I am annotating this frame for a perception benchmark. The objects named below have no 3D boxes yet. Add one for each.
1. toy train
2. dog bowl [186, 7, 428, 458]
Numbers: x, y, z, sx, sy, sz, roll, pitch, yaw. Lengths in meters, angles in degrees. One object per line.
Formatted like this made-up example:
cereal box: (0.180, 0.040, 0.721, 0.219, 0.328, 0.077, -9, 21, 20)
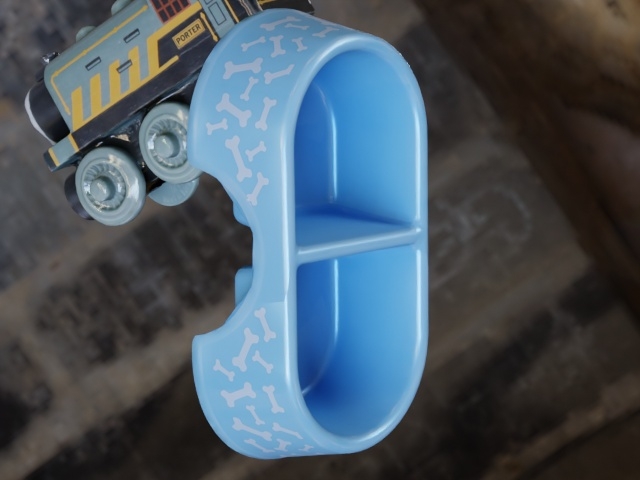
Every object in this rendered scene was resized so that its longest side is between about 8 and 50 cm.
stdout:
toy train: (-0.137, -0.149, 1.682, 0.334, 0.190, 0.142, -30, 176, 33)
dog bowl: (0.000, 0.000, 1.157, 0.074, 0.297, 0.166, 6, -170, 42)
